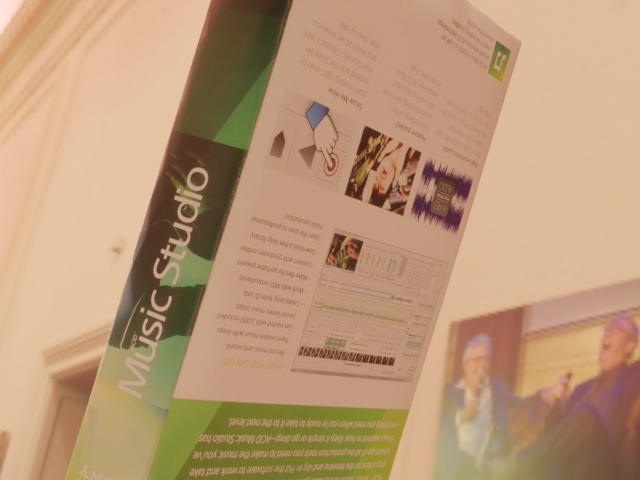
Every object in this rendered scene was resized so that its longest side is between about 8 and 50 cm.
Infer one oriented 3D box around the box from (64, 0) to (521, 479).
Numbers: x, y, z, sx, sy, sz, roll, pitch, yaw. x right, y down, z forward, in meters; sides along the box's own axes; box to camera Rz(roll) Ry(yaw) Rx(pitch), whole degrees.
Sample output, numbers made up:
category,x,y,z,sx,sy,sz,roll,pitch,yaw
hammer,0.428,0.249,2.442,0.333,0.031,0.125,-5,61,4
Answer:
category,x,y,z,sx,sy,sz,roll,pitch,yaw
box,0.000,0.000,0.568,0.058,0.322,0.232,16,0,36
